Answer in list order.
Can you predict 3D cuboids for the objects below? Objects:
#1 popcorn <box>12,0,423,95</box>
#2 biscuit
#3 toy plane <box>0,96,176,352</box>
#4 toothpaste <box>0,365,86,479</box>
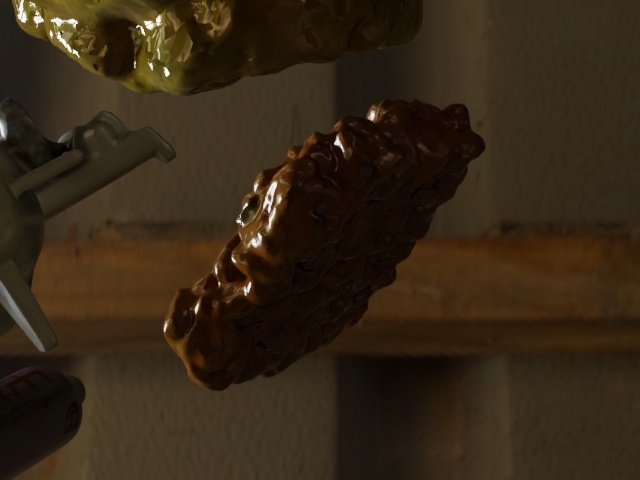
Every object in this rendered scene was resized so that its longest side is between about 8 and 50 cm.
[{"bbox_3d":[-0.035,-0.159,0.521,0.190,0.250,0.250,14,-124,-44],"label":"popcorn"},{"bbox_3d":[0.000,0.000,1.575,0.110,0.312,0.318,46,-150,19],"label":"biscuit"},{"bbox_3d":[-0.184,0.006,0.809,0.244,0.244,0.117,-33,-83,-16],"label":"toy plane"},{"bbox_3d":[-0.109,0.064,0.451,0.045,0.170,0.028,34,-71,10],"label":"toothpaste"}]
